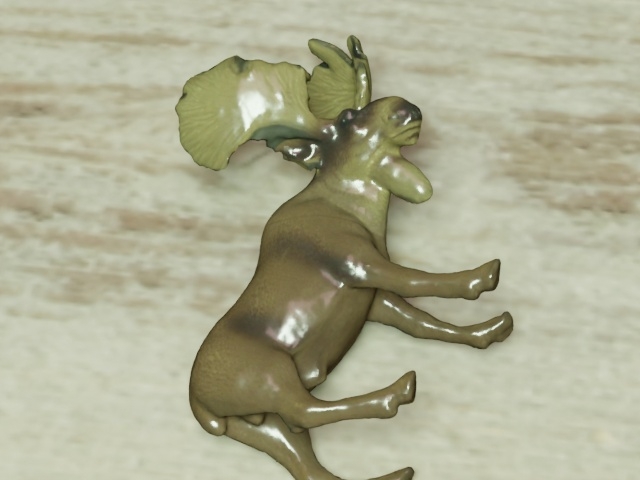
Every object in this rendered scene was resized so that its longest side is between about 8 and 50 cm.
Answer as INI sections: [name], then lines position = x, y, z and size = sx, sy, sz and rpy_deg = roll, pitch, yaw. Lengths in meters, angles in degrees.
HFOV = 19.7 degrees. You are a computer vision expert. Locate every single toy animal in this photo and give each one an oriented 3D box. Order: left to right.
[toy animal]
position = 0.000, 0.000, 0.879
size = 0.186, 0.093, 0.214
rpy_deg = 26, 71, 26
